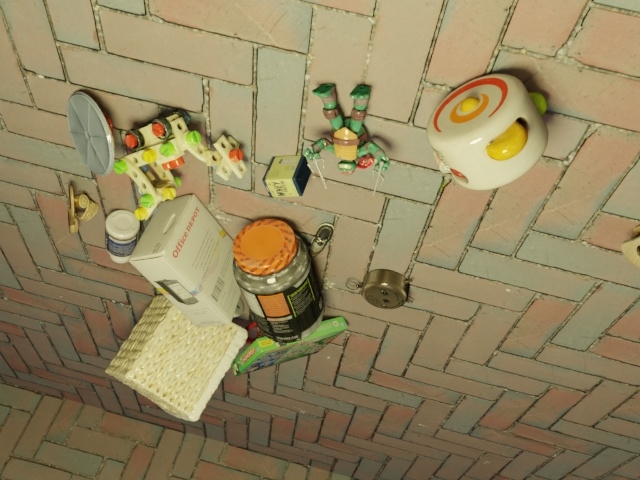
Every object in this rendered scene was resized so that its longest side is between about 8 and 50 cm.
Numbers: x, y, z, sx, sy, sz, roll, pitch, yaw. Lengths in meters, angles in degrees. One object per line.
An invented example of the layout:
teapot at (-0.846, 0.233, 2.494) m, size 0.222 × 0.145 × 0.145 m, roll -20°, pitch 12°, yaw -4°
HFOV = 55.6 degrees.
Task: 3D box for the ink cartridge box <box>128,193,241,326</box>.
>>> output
ink cartridge box at (-0.341, 0.059, 1.650) m, size 0.131 × 0.226 × 0.306 m, roll -10°, pitch 134°, yaw 29°

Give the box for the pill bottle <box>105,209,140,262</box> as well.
pill bottle at (-0.578, -0.005, 1.765) m, size 0.094 × 0.094 × 0.169 m, roll 21°, pitch 142°, yaw -5°

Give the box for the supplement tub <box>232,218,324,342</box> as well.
supplement tub at (-0.114, 0.112, 1.644) m, size 0.207 × 0.207 × 0.338 m, roll 4°, pitch 141°, yaw 16°

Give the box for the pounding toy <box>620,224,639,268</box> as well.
pounding toy at (0.739, -0.026, 1.261) m, size 0.154 × 0.155 × 0.269 m, roll 26°, pitch 143°, yaw 38°

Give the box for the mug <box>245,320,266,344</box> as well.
mug at (-0.175, 0.310, 1.985) m, size 0.150 × 0.113 × 0.169 m, roll -15°, pitch 139°, yaw -13°

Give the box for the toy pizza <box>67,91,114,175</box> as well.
toy pizza at (-0.533, -0.250, 1.428) m, size 0.201 × 0.032 × 0.201 m, roll 25°, pitch 127°, yaw 37°

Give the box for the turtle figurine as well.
turtle figurine at (0.051, -0.204, 1.260) m, size 0.175 × 0.118 × 0.234 m, roll -4°, pitch 125°, yaw 3°

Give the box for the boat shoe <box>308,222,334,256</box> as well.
boat shoe at (0.000, 0.000, 1.598) m, size 0.046 × 0.038 × 0.125 m, roll 25°, pitch 142°, yaw -11°

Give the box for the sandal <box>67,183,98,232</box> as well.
sandal at (-0.675, -0.092, 1.731) m, size 0.079 × 0.088 × 0.240 m, roll -4°, pitch 158°, yaw -25°

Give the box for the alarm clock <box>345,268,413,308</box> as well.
alarm clock at (0.162, 0.138, 1.697) m, size 0.192 × 0.064 × 0.129 m, roll 8°, pitch 142°, yaw 17°

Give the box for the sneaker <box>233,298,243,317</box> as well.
sneaker at (-0.340, 0.165, 1.890) m, size 0.091 × 0.094 × 0.258 m, roll -8°, pitch 137°, yaw 23°

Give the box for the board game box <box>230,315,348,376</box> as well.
board game box at (-0.095, 0.327, 1.878) m, size 0.317 × 0.046 × 0.213 m, roll -9°, pitch 154°, yaw -37°

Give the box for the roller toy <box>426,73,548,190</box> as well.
roller toy at (0.298, -0.200, 1.102) m, size 0.191 × 0.209 × 0.146 m, roll -12°, pitch 134°, yaw 40°

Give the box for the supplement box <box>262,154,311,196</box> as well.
supplement box at (-0.077, -0.149, 1.403) m, size 0.083 × 0.083 × 0.056 m, roll 0°, pitch 139°, yaw 22°

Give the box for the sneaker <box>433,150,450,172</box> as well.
sneaker at (0.297, -0.185, 1.253) m, size 0.134 × 0.070 × 0.051 m, roll -15°, pitch 131°, yaw -6°

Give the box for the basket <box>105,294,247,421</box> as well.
basket at (-0.465, 0.361, 1.953) m, size 0.266 × 0.331 × 0.328 m, roll 40°, pitch 155°, yaw -20°

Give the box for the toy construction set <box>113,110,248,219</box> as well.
toy construction set at (-0.341, -0.180, 1.409) m, size 0.328 × 0.151 × 0.215 m, roll -15°, pitch 108°, yaw 24°
